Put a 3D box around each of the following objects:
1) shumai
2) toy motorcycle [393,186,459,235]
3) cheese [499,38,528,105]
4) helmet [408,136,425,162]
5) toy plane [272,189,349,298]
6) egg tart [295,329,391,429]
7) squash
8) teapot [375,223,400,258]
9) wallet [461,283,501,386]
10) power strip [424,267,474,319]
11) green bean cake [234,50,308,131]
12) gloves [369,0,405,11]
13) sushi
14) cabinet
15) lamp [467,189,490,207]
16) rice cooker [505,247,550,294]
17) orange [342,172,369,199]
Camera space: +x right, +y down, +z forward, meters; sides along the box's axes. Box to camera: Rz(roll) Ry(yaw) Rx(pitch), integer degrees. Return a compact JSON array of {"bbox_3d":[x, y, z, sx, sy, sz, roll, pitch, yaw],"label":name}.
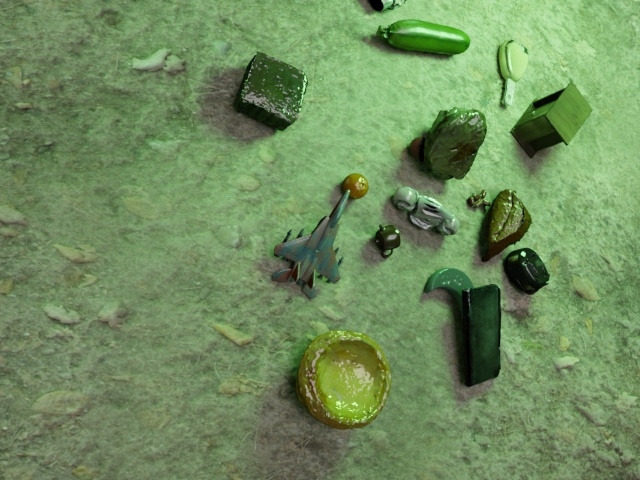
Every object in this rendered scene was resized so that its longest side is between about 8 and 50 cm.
[{"bbox_3d":[0.425,-0.346,1.840,0.188,0.256,0.218,9,42,-11],"label":"shumai"},{"bbox_3d":[0.351,-0.096,1.800,0.254,0.112,0.113,29,70,-18],"label":"toy motorcycle"},{"bbox_3d":[0.714,-0.620,2.091,0.127,0.054,0.252,19,75,-23],"label":"cheese"},{"bbox_3d":[0.316,-0.302,1.848,0.065,0.049,0.084,-24,120,-64],"label":"helmet"},{"bbox_3d":[-0.002,-0.001,1.601,0.222,0.104,0.327,28,86,-20],"label":"toy plane"},{"bbox_3d":[0.057,0.389,1.575,0.293,0.123,0.294,7,75,-26],"label":"egg tart"},{"bbox_3d":[0.354,-0.694,1.903,0.378,0.101,0.102,-5,84,-25],"label":"squash"},{"bbox_3d":[0.202,0.001,1.735,0.068,0.076,0.121,-16,119,-17],"label":"teapot"},{"bbox_3d":[0.527,0.305,1.827,0.172,0.045,0.318,-6,95,-33],"label":"wallet"},{"bbox_3d":[0.446,0.169,1.840,0.216,0.044,0.137,34,68,-17],"label":"power strip"},{"bbox_3d":[-0.143,-0.426,1.619,0.181,0.094,0.173,21,73,-21],"label":"green bean cake"},{"bbox_3d":[0.259,-0.860,1.880,0.212,0.111,0.127,-38,74,-23],"label":"gloves"},{"bbox_3d":[0.650,-0.055,1.929,0.148,0.140,0.287,12,75,11],"label":"sushi"},{"bbox_3d":[0.846,-0.443,2.059,0.148,0.174,0.215,46,66,-12],"label":"cabinet"},{"bbox_3d":[0.550,-0.140,1.949,0.083,0.031,0.063,-16,88,-24],"label":"lamp"},{"bbox_3d":[0.721,0.105,1.952,0.112,0.106,0.165,-32,86,-30],"label":"rice cooker"},{"bbox_3d":[0.108,-0.167,1.714,0.083,0.070,0.083,5,80,-30],"label":"orange"}]
